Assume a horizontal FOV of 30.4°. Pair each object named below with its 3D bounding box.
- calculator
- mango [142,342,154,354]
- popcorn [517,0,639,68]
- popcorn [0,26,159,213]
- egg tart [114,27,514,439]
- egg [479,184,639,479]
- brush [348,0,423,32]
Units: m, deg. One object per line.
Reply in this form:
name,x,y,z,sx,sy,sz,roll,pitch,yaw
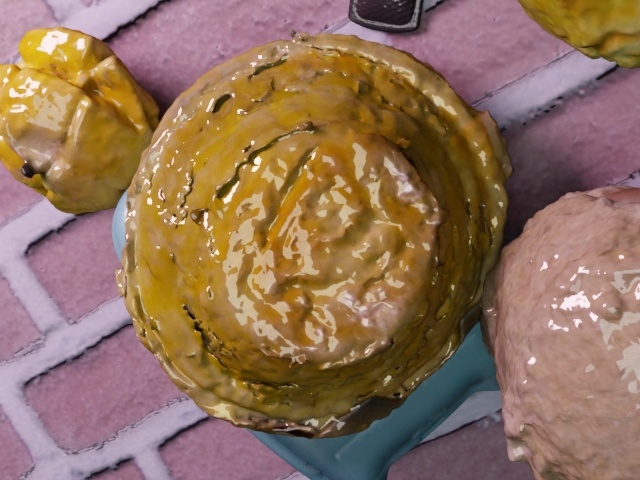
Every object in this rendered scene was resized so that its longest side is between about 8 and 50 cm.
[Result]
calculator,-0.004,0.044,1.031,0.256,0.054,0.386,-41,99,-3
mango,-0.093,0.066,1.091,0.161,0.076,0.103,-12,100,6
popcorn,0.227,-0.233,0.867,0.204,0.184,0.221,-22,109,49
popcorn,-0.214,-0.104,1.016,0.148,0.152,0.167,-11,121,14
egg tart,-0.001,0.001,0.936,0.341,0.132,0.341,-1,96,-7
egg,0.260,0.091,0.921,0.279,0.279,0.310,-12,132,15
brush,0.064,-0.267,0.970,0.063,0.016,0.193,10,111,6
